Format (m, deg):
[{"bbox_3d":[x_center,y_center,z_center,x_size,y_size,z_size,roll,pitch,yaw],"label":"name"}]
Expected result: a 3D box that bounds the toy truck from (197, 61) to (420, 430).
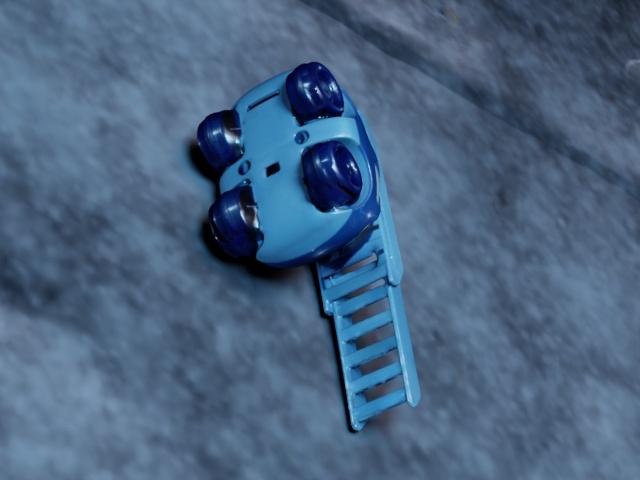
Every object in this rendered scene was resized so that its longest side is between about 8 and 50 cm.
[{"bbox_3d":[0.000,0.000,0.763,0.074,0.063,0.136,37,37,-48],"label":"toy truck"}]
